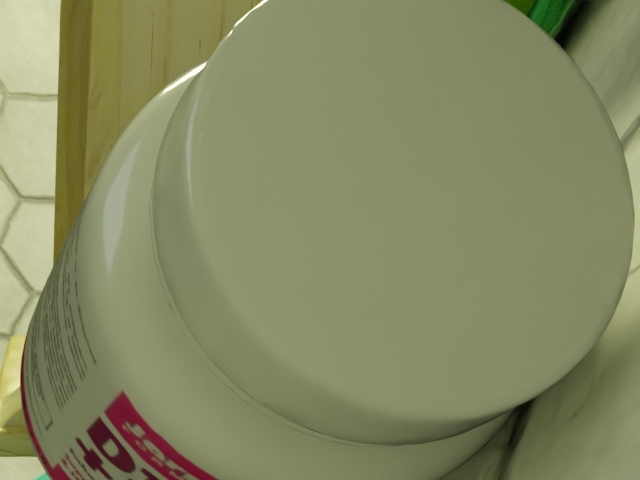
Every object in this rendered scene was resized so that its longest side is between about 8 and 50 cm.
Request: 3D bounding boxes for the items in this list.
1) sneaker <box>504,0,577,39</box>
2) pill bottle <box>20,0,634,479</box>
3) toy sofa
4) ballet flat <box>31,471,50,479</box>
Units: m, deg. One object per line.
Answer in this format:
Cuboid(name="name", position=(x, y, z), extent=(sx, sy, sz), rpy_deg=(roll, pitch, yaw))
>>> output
Cuboid(name="sneaker", position=(0.110, -0.181, 0.642), extent=(0.123, 0.110, 0.295), rpy_deg=(-47, -22, -84))
Cuboid(name="pill bottle", position=(-0.016, 0.025, 0.499), extent=(0.160, 0.160, 0.283), rpy_deg=(-64, 8, -24))
Cuboid(name="toy sofa", position=(-0.094, -0.058, 0.784), extent=(0.150, 0.177, 0.362), rpy_deg=(-114, 28, -70))
Cuboid(name="ballet flat", position=(-0.170, 0.230, 0.838), extent=(0.147, 0.147, 0.409), rpy_deg=(-60, -3, 5))
